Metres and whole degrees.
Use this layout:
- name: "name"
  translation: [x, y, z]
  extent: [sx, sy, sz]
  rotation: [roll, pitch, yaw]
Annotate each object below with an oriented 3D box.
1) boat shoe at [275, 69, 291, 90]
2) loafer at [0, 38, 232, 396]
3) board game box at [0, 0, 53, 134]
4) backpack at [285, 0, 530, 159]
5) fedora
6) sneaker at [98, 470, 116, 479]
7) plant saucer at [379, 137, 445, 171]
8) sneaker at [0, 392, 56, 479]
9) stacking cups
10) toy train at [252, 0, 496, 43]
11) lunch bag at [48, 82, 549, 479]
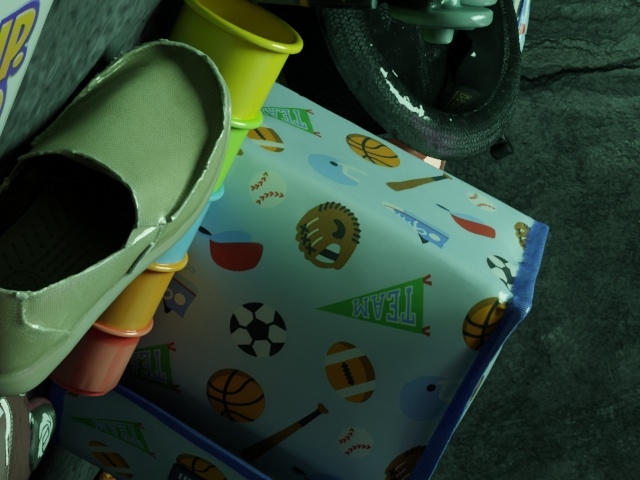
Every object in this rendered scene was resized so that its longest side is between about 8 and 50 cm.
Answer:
- name: "boat shoe"
  translation: [-0.049, -0.146, 1.412]
  extent: [0.045, 0.050, 0.135]
  rotation: [-58, 175, -8]
- name: "loafer"
  translation: [-0.126, -0.028, 0.801]
  extent: [0.268, 0.102, 0.092]
  rotation: [-60, -179, -34]
- name: "board game box"
  translation: [-0.176, -0.041, 0.595]
  extent: [0.124, 0.039, 0.259]
  rotation: [-52, 165, -75]
- name: "backpack"
  translation: [0.125, -0.254, 1.592]
  extent: [0.213, 0.276, 0.263]
  rotation: [-68, 177, -78]
- name: "fedora"
  translation: [0.060, -0.213, 1.382]
  extent: [0.152, 0.334, 0.334]
  rotation: [-23, -155, 38]
- name: "sneaker"
  translation: [-0.249, 0.316, 1.713]
  extent: [0.067, 0.064, 0.175]
  rotation: [-53, 172, -7]
- name: "plant saucer"
  translation: [0.000, 0.000, 1.554]
  extent: [0.047, 0.258, 0.259]
  rotation: [21, 78, -53]
- name: "sneaker"
  translation: [-0.227, 0.188, 0.890]
  extent: [0.162, 0.106, 0.281]
  rotation: [-63, 177, -54]
- name: "stacking cups"
  translation: [-0.126, -0.031, 1.007]
  extent: [0.316, 0.096, 0.096]
  rotation: [-60, 178, 21]
- name: "toy train"
  translation: [0.047, -0.242, 1.063]
  extent: [0.334, 0.190, 0.142]
  rotation: [-61, 156, -71]
- name: "lunch bag"
  translation: [-0.036, 0.104, 1.179]
  extent: [0.385, 0.327, 0.239]
  rotation: [-62, 176, 26]
